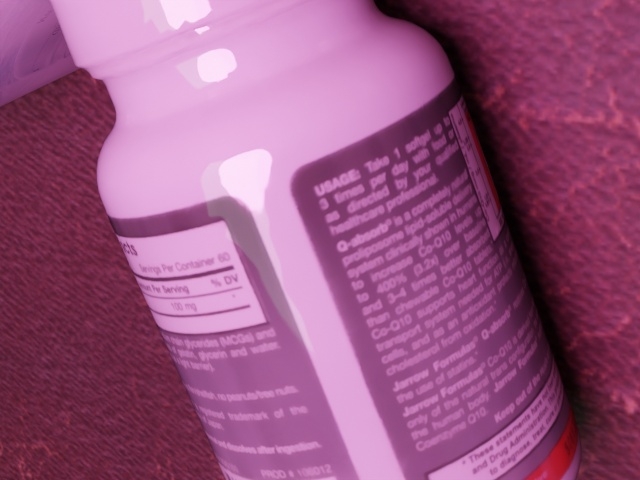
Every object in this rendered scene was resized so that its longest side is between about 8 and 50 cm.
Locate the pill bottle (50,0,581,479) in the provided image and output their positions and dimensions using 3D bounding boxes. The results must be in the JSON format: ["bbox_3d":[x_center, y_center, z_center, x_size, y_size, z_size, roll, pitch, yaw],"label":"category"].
[{"bbox_3d":[0.000,0.000,0.611,0.210,0.210,0.363,-10,108,36],"label":"pill bottle"}]

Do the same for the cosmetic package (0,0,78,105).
[{"bbox_3d":[-0.196,-0.188,0.625,0.138,0.224,0.224,47,130,-1],"label":"cosmetic package"}]
